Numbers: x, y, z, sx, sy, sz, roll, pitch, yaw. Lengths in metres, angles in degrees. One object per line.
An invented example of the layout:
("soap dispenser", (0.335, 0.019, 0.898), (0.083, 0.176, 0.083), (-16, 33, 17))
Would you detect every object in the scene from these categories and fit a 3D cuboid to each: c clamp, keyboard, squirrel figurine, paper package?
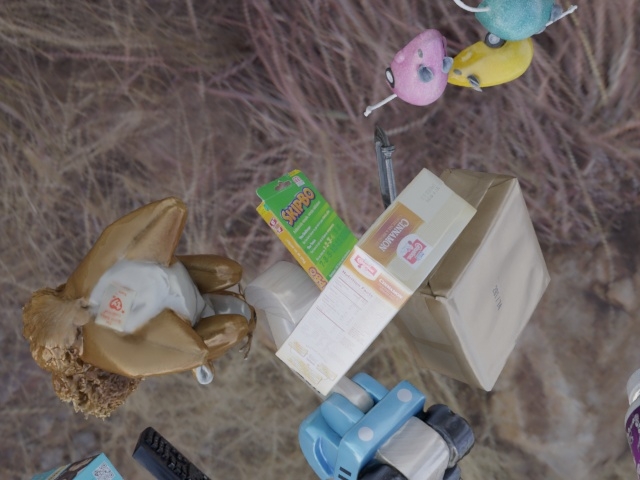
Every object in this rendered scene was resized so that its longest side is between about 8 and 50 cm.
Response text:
("c clamp", (0.102, -0.087, 1.577), (0.022, 0.137, 0.161), (-10, 102, -3))
("keyboard", (-0.190, 0.444, 1.807), (0.317, 0.201, 0.033), (44, 101, -11))
("squirrel figurine", (-0.305, 0.145, 1.900), (0.397, 0.281, 0.370), (-22, 164, 11))
("paper package", (0.281, 0.072, 2.064), (0.309, 0.168, 0.325), (-55, 140, -24))

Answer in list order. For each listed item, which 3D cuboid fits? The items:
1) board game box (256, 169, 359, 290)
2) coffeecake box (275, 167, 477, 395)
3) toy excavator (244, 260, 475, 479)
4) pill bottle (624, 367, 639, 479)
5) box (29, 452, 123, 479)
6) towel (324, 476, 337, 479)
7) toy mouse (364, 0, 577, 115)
("board game box", (0.000, 0.000, 1.834), (0.124, 0.259, 0.039), (-30, 171, -46))
("coffeecake box", (0.051, 0.041, 1.024), (0.142, 0.068, 0.185), (-46, 174, -45))
("toy excavator", (0.038, 0.296, 1.928), (0.222, 0.445, 0.433), (-40, 153, -31))
("pill bottle", (0.631, 0.361, 1.896), (0.169, 0.301, 0.169), (0, 129, 0))
("box", (-0.434, 0.422, 1.781), (0.060, 0.244, 0.100), (56, 46, -8))
("towel", (0.071, 0.435, 1.318), (0.187, 0.282, 0.049), (-44, 167, -45))
("toy mouse", (0.096, -0.120, 0.670), (0.161, 0.031, 0.143), (-28, 167, 6))
